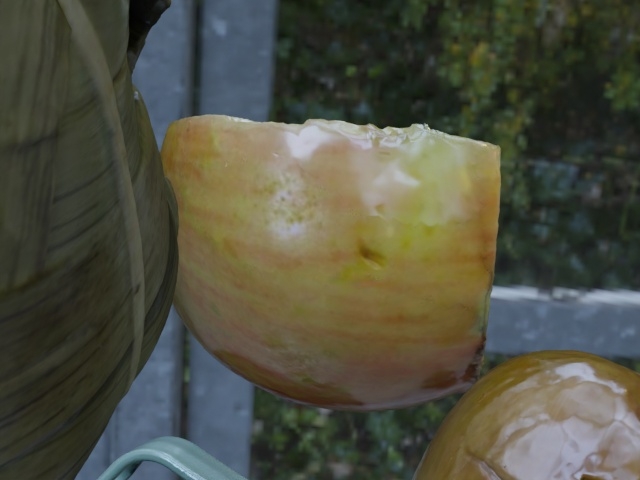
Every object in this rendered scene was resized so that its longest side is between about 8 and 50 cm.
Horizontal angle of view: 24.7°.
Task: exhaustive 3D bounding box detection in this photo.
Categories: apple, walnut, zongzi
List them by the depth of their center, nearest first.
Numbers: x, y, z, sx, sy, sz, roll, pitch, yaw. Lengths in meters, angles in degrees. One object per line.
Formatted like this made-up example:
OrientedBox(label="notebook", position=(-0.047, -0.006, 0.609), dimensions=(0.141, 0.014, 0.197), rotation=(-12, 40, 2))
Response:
OrientedBox(label="zongzi", position=(-0.153, -0.114, 0.747), dimensions=(0.218, 0.500, 0.467), rotation=(17, 34, 4))
OrientedBox(label="walnut", position=(0.153, 0.221, 1.067), dimensions=(0.203, 0.297, 0.203), rotation=(26, -11, 5))
OrientedBox(label="apple", position=(0.000, 0.000, 1.309), dimensions=(0.309, 0.314, 0.252), rotation=(3, 37, 1))

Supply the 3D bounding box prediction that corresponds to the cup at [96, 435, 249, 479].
OrientedBox(label="cup", position=(-0.170, 0.475, 1.795), dimensions=(0.392, 0.400, 0.310), rotation=(7, 39, 20))
